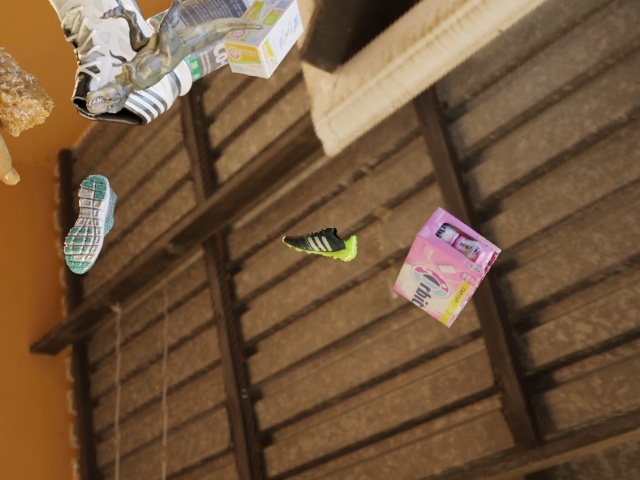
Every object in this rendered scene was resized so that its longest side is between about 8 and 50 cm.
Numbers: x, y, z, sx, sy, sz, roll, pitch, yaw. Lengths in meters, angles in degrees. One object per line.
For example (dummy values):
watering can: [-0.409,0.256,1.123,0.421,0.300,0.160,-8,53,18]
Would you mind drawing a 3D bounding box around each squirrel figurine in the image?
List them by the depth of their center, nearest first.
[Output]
squirrel figurine: [-0.776,-0.286,1.804,0.370,0.397,0.281,33,-35,23]

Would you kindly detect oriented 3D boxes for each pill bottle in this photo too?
pill bottle: [-0.285,-0.597,2.309,0.361,0.204,0.204,-32,-135,-14]

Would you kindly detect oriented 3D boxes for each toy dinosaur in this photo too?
toy dinosaur: [-0.216,-0.274,1.110,0.268,0.118,0.064,-34,-156,-14]

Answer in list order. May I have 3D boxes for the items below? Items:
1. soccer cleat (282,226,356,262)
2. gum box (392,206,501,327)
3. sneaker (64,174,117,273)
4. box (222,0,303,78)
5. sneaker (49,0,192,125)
soccer cleat: [0.000,0.000,1.891,0.179,0.060,0.072,12,-83,18]
gum box: [0.183,0.041,1.217,0.107,0.062,0.188,35,-27,12]
sneaker: [-0.375,-0.022,1.388,0.065,0.076,0.166,11,-102,13]
box: [-0.145,-0.522,2.111,0.114,0.103,0.203,14,-125,23]
sneaker: [-0.524,-0.449,1.904,0.169,0.447,0.257,-33,-162,49]
